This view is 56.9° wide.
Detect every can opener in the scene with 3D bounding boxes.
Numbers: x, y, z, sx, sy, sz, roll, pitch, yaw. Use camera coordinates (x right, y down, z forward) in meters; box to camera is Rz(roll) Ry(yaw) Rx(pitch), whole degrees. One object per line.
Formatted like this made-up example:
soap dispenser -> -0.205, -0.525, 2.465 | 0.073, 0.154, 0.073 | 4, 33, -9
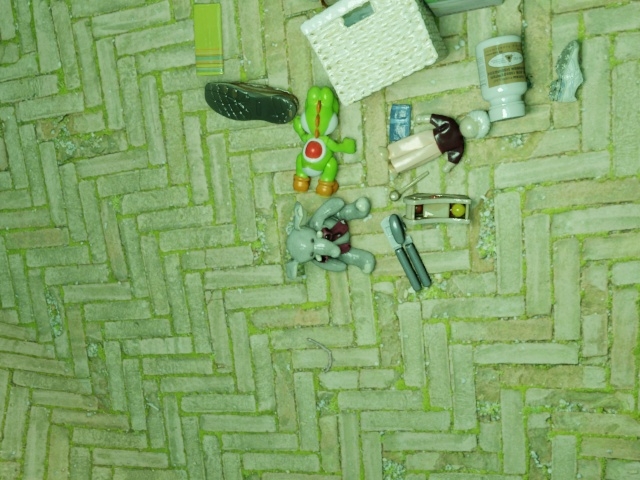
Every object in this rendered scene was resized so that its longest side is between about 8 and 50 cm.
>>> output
can opener -> 0.282, 0.042, 1.975 | 0.074, 0.093, 0.280 | -24, 99, 21

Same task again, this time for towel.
towel -> 0.256, -0.378, 1.908 | 0.067, 0.029, 0.119 | 6, 105, 17
towel -> -0.386, -0.694, 2.048 | 0.102, 0.021, 0.237 | 2, 103, 12

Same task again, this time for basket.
basket -> 0.173, -0.587, 1.732 | 0.328, 0.331, 0.266 | -22, 101, 22

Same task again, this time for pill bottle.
pill bottle -> 0.533, -0.469, 1.728 | 0.131, 0.131, 0.229 | -8, 95, 20

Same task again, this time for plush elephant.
plush elephant -> 0.000, 0.000, 1.954 | 0.330, 0.255, 0.271 | 8, 112, 18

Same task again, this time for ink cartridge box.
ink cartridge box -> 0.399, -0.721, 1.645 | 0.201, 0.278, 0.117 | -4, 99, 19

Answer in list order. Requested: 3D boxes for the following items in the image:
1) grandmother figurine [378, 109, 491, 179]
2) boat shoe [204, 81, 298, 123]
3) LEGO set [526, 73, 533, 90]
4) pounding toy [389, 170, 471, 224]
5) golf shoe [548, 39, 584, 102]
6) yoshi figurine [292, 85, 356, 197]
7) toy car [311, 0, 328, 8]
grandmother figurine -> 0.367, -0.304, 1.844 | 0.342, 0.104, 0.208 | -24, 120, 20
boat shoe -> -0.227, -0.472, 1.997 | 0.324, 0.120, 0.122 | 15, 126, 7
LEGO set -> 0.609, -0.483, 1.774 | 0.054, 0.023, 0.083 | -14, 85, 18
pounding toy -> 0.342, -0.135, 1.872 | 0.270, 0.154, 0.154 | 4, 104, 17
golf shoe -> 0.729, -0.488, 1.719 | 0.086, 0.069, 0.176 | 9, 110, -5
yoshi figurine -> 0.000, -0.341, 1.954 | 0.203, 0.204, 0.362 | 43, 137, 47
toy car -> -0.030, -0.837, 1.834 | 0.219, 0.210, 0.238 | -16, 126, 13
